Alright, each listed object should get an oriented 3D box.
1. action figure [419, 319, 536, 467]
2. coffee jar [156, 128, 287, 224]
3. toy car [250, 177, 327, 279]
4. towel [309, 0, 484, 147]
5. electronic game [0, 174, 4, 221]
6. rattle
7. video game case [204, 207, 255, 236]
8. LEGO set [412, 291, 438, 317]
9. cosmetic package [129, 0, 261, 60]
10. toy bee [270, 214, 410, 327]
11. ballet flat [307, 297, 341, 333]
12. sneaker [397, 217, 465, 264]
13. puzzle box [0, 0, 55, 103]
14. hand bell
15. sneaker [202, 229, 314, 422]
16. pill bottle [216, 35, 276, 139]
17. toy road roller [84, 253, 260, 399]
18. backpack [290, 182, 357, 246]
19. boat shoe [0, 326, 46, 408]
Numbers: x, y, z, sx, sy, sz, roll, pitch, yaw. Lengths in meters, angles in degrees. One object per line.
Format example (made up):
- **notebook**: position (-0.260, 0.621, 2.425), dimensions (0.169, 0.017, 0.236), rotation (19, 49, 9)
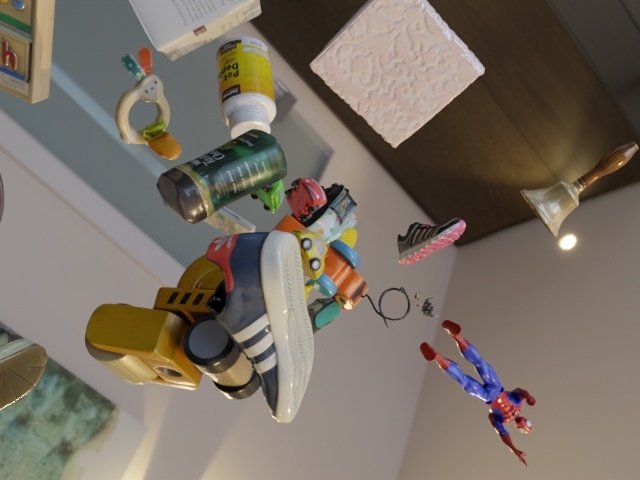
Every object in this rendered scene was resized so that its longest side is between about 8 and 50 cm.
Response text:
- **action figure**: position (0.293, 0.263, 1.193), dimensions (0.091, 0.280, 0.139), rotation (-45, -151, 1)
- **coffee jar**: position (-0.148, -0.096, 1.074), dimensions (0.184, 0.079, 0.096), rotation (-31, -146, -24)
- **toy car**: position (-0.059, -0.068, 1.300), dimensions (0.053, 0.239, 0.225), rotation (-30, -126, -24)
- **towel**: position (0.193, -0.444, 1.814), dimensions (0.317, 0.332, 0.053), rotation (-41, -159, 20)
- **electronic game**: position (-0.509, -0.047, 0.883), dimensions (0.048, 0.229, 0.229), rotation (20, -114, 44)
- **rattle**: position (-0.350, -0.287, 1.488), dimensions (0.143, 0.130, 0.199), rotation (43, -56, 55)
- **video game case**: position (-0.206, -0.042, 1.546), dimensions (0.019, 0.143, 0.157), rotation (-58, 178, -16)
- **LEGO set**: position (0.245, 0.156, 1.698), dimensions (0.083, 0.023, 0.054), rotation (20, -79, 45)
- **cosmetic package**: position (-0.212, -0.408, 1.167), dimensions (0.184, 0.151, 0.151), rotation (-28, -172, 1)
- **toy bee**: position (0.023, 0.083, 1.414), dimensions (0.195, 0.298, 0.162), rotation (-28, 159, -11)
- **ballet flat**: position (-0.035, 0.164, 1.450), dimensions (0.070, 0.070, 0.188), rotation (-25, 177, 40)
- **sneaker**: position (0.227, -0.015, 1.524), dimensions (0.170, 0.063, 0.074), rotation (-33, -117, 34)
- **puzzle box**: position (-0.716, -0.477, 1.434), dimensions (0.052, 0.409, 0.272), rotation (-50, 162, -55)
- **hand bell**: position (0.558, -0.125, 1.506), dimensions (0.242, 0.126, 0.126), rotation (-36, -155, 12)
- **sneaker**: position (-0.102, 0.136, 1.133), dimensions (0.148, 0.349, 0.131), rotation (4, -151, 15)
- **pill bottle**: position (-0.157, -0.314, 1.509), dimensions (0.117, 0.117, 0.214), rotation (-28, -122, 35)
- **toy road roller**: position (-0.245, 0.146, 1.345), dimensions (0.330, 0.202, 0.240), rotation (3, -119, 15)
- **backpack**: position (0.000, -0.055, 2.021), dimensions (0.166, 0.144, 0.188), rotation (0, -143, 48)
- **boat shoe**: position (-0.351, 0.133, 0.624), dimensions (0.224, 0.073, 0.080), rotation (-23, 132, -54)
